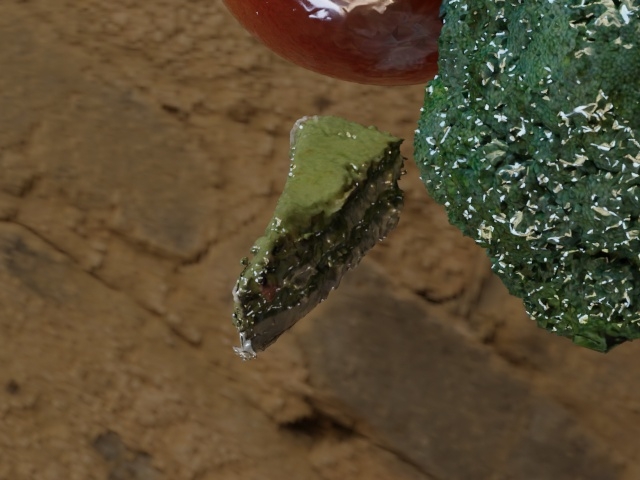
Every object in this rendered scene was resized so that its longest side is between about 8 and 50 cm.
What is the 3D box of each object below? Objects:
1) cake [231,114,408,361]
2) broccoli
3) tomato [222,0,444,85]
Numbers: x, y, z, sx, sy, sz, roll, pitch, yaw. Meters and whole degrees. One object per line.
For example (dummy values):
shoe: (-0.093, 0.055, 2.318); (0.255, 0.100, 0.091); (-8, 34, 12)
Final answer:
cake: (0.000, 0.000, 0.812); (0.055, 0.140, 0.051); (10, -56, 7)
broccoli: (0.168, -0.083, 0.908); (0.270, 0.270, 0.270); (-6, -79, -57)
tomato: (0.027, -0.150, 1.020); (0.199, 0.228, 0.112); (-1, -126, 1)
